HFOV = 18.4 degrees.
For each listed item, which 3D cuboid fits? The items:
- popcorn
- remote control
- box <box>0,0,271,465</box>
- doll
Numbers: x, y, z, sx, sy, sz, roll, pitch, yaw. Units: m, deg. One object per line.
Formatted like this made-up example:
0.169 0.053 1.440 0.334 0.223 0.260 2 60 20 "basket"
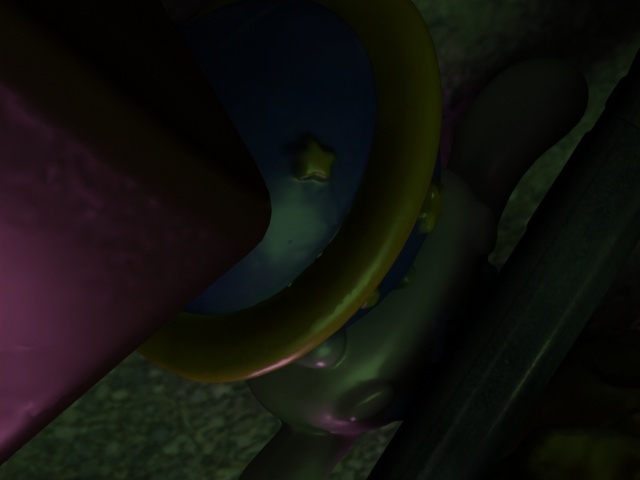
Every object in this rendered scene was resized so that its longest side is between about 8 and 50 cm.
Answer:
0.183 0.136 1.029 0.225 0.286 0.174 -19 95 8 "popcorn"
0.135 -0.022 0.923 0.377 0.044 0.107 -57 167 -6 "remote control"
-0.206 -0.060 0.645 0.229 0.239 0.339 -37 146 10 "box"
-0.022 0.020 0.902 0.311 0.159 0.242 -69 157 -2 "doll"
